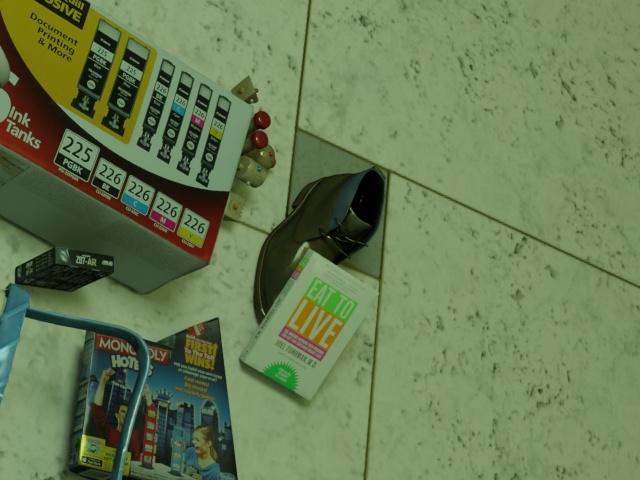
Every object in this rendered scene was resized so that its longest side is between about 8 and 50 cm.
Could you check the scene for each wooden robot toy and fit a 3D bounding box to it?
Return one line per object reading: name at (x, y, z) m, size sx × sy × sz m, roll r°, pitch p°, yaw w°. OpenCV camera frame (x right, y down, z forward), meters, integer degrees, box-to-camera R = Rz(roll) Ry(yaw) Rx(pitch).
wooden robot toy at (-0.074, -0.096, 1.798) m, size 0.079 × 0.076 × 0.173 m, roll 30°, pitch 56°, yaw -42°

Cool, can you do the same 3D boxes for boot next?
boot at (0.000, 0.000, 1.796) m, size 0.082 × 0.106 × 0.219 m, roll 40°, pitch 52°, yaw -23°

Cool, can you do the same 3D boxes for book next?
book at (-0.014, 0.093, 1.758) m, size 0.096 × 0.035 × 0.144 m, roll 33°, pitch 88°, yaw -27°

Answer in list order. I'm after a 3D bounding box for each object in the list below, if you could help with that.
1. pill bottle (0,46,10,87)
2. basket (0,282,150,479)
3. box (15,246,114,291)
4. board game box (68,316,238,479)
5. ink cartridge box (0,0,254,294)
pill bottle at (-0.427, -0.123, 1.374) m, size 0.283 × 0.161 × 0.161 m, roll -38°, pitch 102°, yaw -12°
basket at (-0.305, 0.167, 1.403) m, size 0.289 × 0.201 × 0.254 m, roll 20°, pitch 61°, yaw -23°
box at (-0.256, 0.030, 1.579) m, size 0.067 × 0.083 × 0.018 m, roll 11°, pitch 68°, yaw -37°
board game box at (-0.168, 0.162, 1.623) m, size 0.194 × 0.060 × 0.194 m, roll 21°, pitch 60°, yaw -34°
ink cartridge box at (-0.237, -0.141, 1.629) m, size 0.309 × 0.130 × 0.272 m, roll 31°, pitch 55°, yaw -28°
